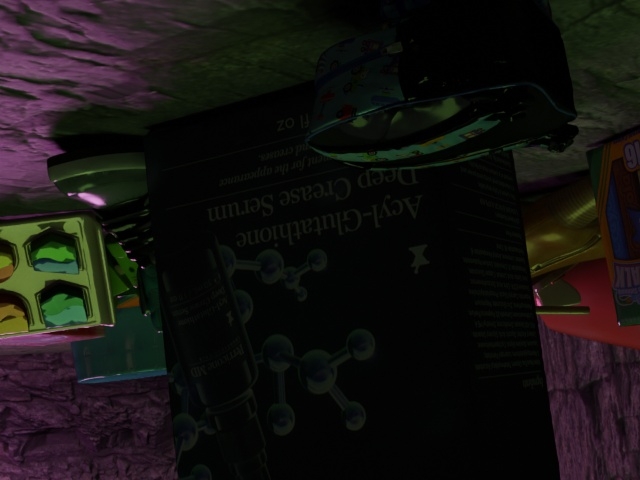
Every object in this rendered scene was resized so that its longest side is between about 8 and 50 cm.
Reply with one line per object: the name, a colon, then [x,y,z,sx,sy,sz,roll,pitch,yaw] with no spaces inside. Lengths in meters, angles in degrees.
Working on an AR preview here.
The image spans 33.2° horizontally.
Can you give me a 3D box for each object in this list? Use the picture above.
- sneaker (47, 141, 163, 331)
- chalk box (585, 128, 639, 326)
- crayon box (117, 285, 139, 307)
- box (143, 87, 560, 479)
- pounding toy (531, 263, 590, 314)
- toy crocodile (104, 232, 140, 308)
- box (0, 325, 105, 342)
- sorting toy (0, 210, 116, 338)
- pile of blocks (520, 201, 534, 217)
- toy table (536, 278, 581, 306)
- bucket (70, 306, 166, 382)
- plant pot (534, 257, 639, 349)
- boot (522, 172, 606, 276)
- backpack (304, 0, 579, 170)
sneaker: [-0.168,0.005,1.113,0.124,0.178,0.295,-11,171,26]
chalk box: [0.459,0.006,1.268,0.180,0.288,0.179,-3,171,-25]
crayon box: [-0.211,0.046,1.695,0.279,0.081,0.165,-8,172,3]
box: [0.029,0.072,0.991,0.294,0.395,0.212,-12,171,27]
pounding toy: [0.374,0.069,1.771,0.269,0.155,0.154,-33,171,-21]
toy crocodile: [-0.274,0.031,1.463,0.341,0.115,0.105,-15,-150,33]
box: [-0.447,0.092,1.648,0.123,0.128,0.257,-10,171,16]
sorting toy: [-0.376,0.053,1.378,0.208,0.038,0.193,-4,130,-6]
pile of blocks: [0.173,0.021,1.745,0.362,0.112,0.149,-9,171,17]
toy table: [0.340,0.062,2.005,0.274,0.160,0.252,-11,171,18]
bucket: [-0.354,0.170,2.067,0.281,0.183,0.281,-7,172,-1]
plant pot: [0.571,0.085,2.111,0.243,0.274,0.275,-1,178,40]
boot: [0.394,-0.003,1.624,0.295,0.104,0.211,17,137,-43]
backpack: [0.075,-0.111,0.744,0.173,0.116,0.158,-12,171,25]
